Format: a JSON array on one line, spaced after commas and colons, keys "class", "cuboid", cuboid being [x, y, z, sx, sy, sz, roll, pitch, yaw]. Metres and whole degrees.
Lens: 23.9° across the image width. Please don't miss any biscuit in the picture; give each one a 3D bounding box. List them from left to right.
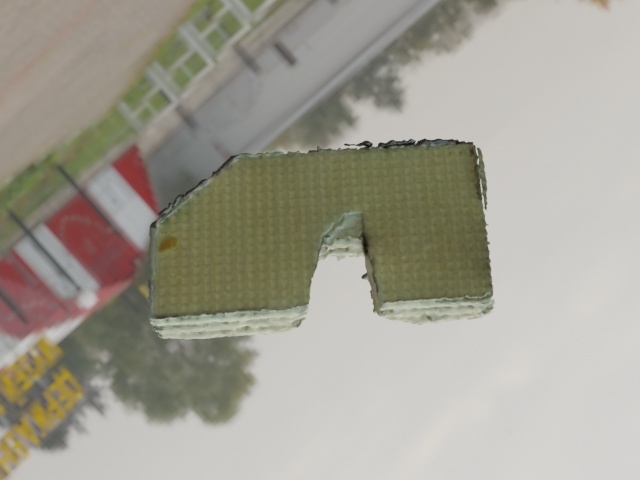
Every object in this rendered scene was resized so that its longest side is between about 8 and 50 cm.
[{"class": "biscuit", "cuboid": [0.000, 0.000, 1.091, 0.250, 0.147, 0.046, -4, 145, -2]}]
